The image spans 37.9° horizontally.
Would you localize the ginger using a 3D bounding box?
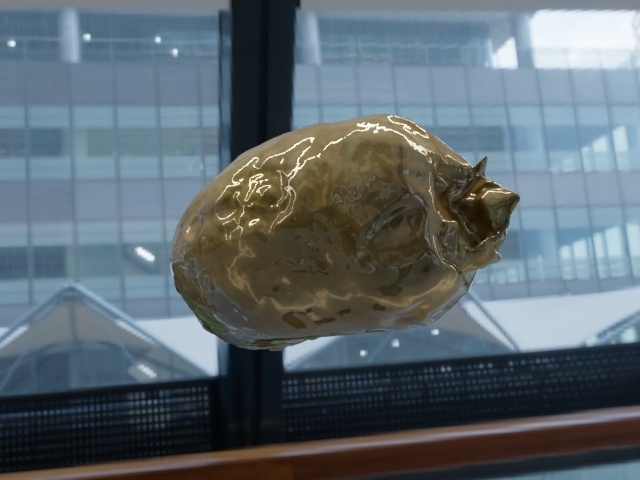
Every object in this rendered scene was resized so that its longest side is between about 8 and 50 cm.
[{"bbox_3d":[0.000,0.000,0.620,0.152,0.138,0.267,13,-23,-42],"label":"ginger"}]
